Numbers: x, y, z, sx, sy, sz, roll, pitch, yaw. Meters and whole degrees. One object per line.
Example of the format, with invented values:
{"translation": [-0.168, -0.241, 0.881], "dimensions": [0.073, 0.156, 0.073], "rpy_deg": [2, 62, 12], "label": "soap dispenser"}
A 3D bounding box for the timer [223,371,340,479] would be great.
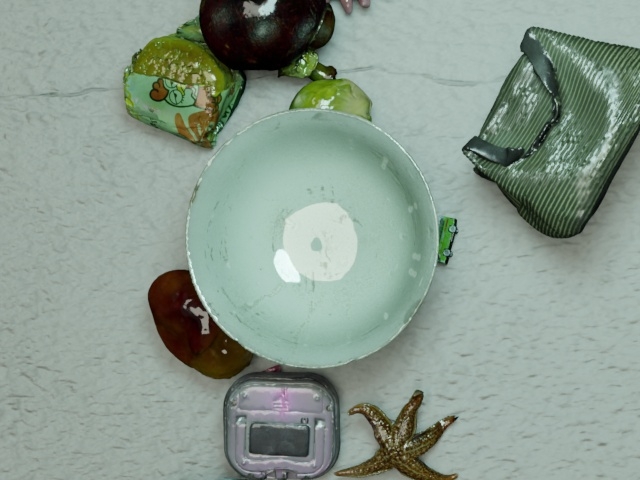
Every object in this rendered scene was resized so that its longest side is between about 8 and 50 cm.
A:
{"translation": [-0.068, 0.330, 1.831], "dimensions": [0.208, 0.069, 0.191], "rpy_deg": [-1, 94, 1], "label": "timer"}

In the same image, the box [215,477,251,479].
{"translation": [-0.209, 0.500, 1.820], "dimensions": [0.227, 0.162, 0.130], "rpy_deg": [-16, 72, 9], "label": "box"}

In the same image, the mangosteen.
{"translation": [-0.078, -0.371, 1.832], "dimensions": [0.231, 0.231, 0.289], "rpy_deg": [-35, 110, 7], "label": "mangosteen"}

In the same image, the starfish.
{"translation": [0.134, 0.363, 1.801], "dimensions": [0.238, 0.057, 0.213], "rpy_deg": [-37, 95, 4], "label": "starfish"}

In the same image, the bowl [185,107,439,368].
{"translation": [0.000, 0.000, 1.793], "dimensions": [0.434, 0.196, 0.435], "rpy_deg": [-1, 87, 12], "label": "bowl"}

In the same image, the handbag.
{"translation": [0.398, -0.187, 1.708], "dimensions": [0.240, 0.247, 0.341], "rpy_deg": [29, 97, 13], "label": "handbag"}

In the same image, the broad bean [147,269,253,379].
{"translation": [-0.216, 0.149, 1.864], "dimensions": [0.156, 0.122, 0.228], "rpy_deg": [-39, 76, 1], "label": "broad bean"}

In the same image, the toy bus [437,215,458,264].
{"translation": [0.221, -0.001, 1.837], "dimensions": [0.037, 0.031, 0.083], "rpy_deg": [13, 88, 19], "label": "toy bus"}

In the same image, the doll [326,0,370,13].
{"translation": [0.038, -0.519, 1.878], "dimensions": [0.262, 0.093, 0.211], "rpy_deg": [-11, 95, 22], "label": "doll"}

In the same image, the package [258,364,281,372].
{"translation": [-0.089, 0.274, 1.876], "dimensions": [0.059, 0.029, 0.083], "rpy_deg": [-20, 88, 5], "label": "package"}

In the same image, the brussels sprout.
{"translation": [0.014, -0.221, 1.849], "dimensions": [0.155, 0.117, 0.155], "rpy_deg": [-4, 105, -14], "label": "brussels sprout"}

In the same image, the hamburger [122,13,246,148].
{"translation": [-0.250, -0.303, 1.902], "dimensions": [0.214, 0.125, 0.235], "rpy_deg": [28, 105, 2], "label": "hamburger"}
